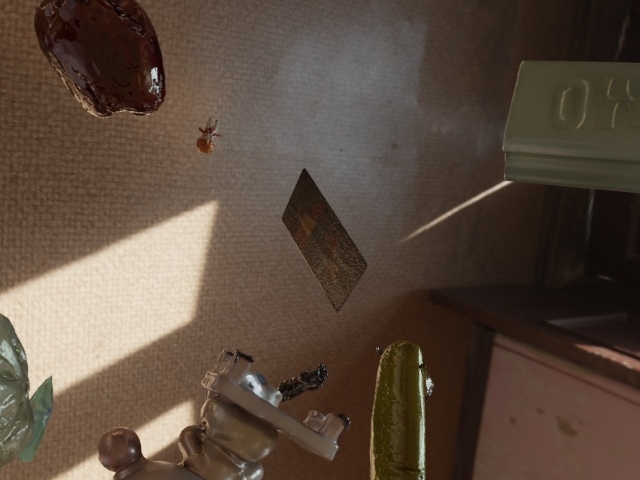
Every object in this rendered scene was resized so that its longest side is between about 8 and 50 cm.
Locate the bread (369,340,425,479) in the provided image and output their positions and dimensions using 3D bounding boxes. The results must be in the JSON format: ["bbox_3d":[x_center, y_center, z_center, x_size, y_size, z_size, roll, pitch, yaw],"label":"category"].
[{"bbox_3d":[0.163,0.401,1.349,0.166,0.112,0.384,87,7,-64],"label":"bread"}]

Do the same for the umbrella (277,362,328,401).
[{"bbox_3d":[-0.071,0.418,1.801,0.059,0.235,0.066,54,35,-3],"label":"umbrella"}]

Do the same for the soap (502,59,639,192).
[{"bbox_3d":[0.282,-0.108,0.597,0.067,0.197,0.119,65,38,-54],"label":"soap"}]

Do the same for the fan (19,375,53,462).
[{"bbox_3d":[-0.697,0.446,1.547,0.131,0.009,0.240,-21,130,-73],"label":"fan"}]

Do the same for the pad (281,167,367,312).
[{"bbox_3d":[0.000,0.000,1.062,0.003,0.212,0.143,-14,149,-33],"label":"pad"}]

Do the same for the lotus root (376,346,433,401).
[{"bbox_3d":[0.255,0.402,1.930,0.118,0.125,0.221,-35,76,-28],"label":"lotus root"}]

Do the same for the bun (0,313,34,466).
[{"bbox_3d":[-0.634,0.242,1.131,0.210,0.359,0.360,-21,113,-31],"label":"bun"}]

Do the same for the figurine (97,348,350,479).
[{"bbox_3d":[-0.101,0.231,0.551,0.182,0.144,0.257,46,63,-30],"label":"figurine"}]

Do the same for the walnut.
[{"bbox_3d":[-0.439,-0.376,1.291,0.221,0.244,0.269,-20,111,-11],"label":"walnut"}]

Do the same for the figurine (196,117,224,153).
[{"bbox_3d":[-0.251,-0.237,1.433,0.064,0.109,0.047,13,136,-6],"label":"figurine"}]

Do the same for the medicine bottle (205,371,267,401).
[{"bbox_3d":[-0.208,0.373,1.571,0.203,0.083,0.084,16,93,-67],"label":"medicine bottle"}]
